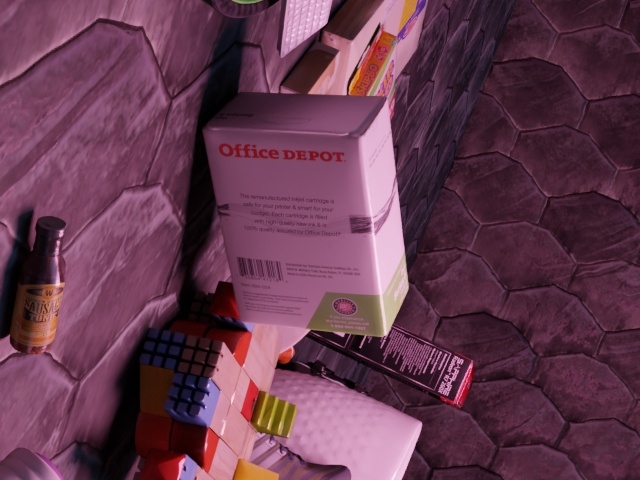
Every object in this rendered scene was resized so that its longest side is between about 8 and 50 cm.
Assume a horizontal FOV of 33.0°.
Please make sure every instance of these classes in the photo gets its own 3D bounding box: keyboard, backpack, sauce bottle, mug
[{"bbox_3d":[-0.006,-0.268,1.064,0.072,0.014,0.256,-35,166,-18],"label":"keyboard"},{"bbox_3d":[-0.002,0.354,2.218,0.191,0.225,0.253,-63,178,-6],"label":"backpack"},{"bbox_3d":[-0.248,0.040,0.958,0.042,0.042,0.128,-47,155,-60],"label":"sauce bottle"},{"bbox_3d":[-0.030,0.388,1.885,0.276,0.328,0.374,-62,168,-24],"label":"mug"}]

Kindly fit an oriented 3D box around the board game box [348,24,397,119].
[{"bbox_3d":[0.083,-0.222,1.716,0.259,0.039,0.124,79,35,-66],"label":"board game box"}]

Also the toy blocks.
[{"bbox_3d":[-0.157,0.206,1.413,0.261,0.190,0.382,68,34,-62],"label":"toy blocks"}]

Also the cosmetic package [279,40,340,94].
[{"bbox_3d":[-0.016,-0.219,1.507,0.060,0.041,0.115,99,18,-50],"label":"cosmetic package"}]

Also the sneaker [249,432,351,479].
[{"bbox_3d":[-0.092,0.320,1.628,0.111,0.299,0.121,164,-62,-73],"label":"sneaker"}]

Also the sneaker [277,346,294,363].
[{"bbox_3d":[-0.090,0.186,1.938,0.067,0.064,0.175,-43,157,-13],"label":"sneaker"}]

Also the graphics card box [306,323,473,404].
[{"bbox_3d":[0.111,0.200,2.057,0.094,0.370,0.233,-66,167,-6],"label":"graphics card box"}]

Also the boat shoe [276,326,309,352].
[{"bbox_3d":[-0.031,0.039,1.756,0.341,0.127,0.158,-53,-172,-2],"label":"boat shoe"}]

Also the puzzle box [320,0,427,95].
[{"bbox_3d":[0.089,-0.324,1.753,0.272,0.052,0.409,100,17,-46],"label":"puzzle box"}]

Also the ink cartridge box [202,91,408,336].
[{"bbox_3d":[-0.012,-0.033,1.298,0.115,0.198,0.273,-56,145,-52],"label":"ink cartridge box"}]

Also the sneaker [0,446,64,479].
[{"bbox_3d":[-0.334,0.343,1.052,0.152,0.114,0.305,-29,138,-50],"label":"sneaker"}]

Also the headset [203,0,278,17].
[{"bbox_3d":[0.023,-0.370,1.044,0.394,0.185,0.243,-51,164,-18],"label":"headset"}]
